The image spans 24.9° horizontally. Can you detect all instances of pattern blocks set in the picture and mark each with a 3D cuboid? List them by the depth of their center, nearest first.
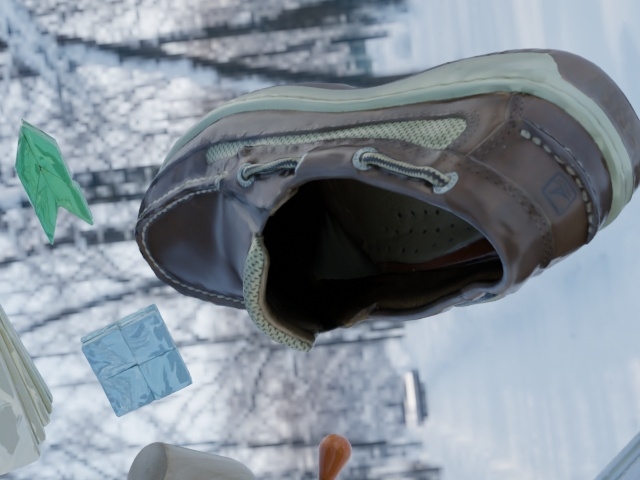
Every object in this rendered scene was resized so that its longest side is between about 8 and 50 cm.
[{"bbox_3d":[-0.245,0.074,0.738,0.285,0.325,0.026,55,179,-17],"label":"pattern blocks set"}]

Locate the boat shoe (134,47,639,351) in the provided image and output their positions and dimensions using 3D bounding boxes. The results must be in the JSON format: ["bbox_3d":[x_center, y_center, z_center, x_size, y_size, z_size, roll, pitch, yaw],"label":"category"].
[{"bbox_3d":[-0.005,-0.006,0.552,0.095,0.257,0.095,53,-126,-17],"label":"boat shoe"}]

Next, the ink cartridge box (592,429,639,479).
[{"bbox_3d":[0.321,0.157,0.556,0.160,0.385,0.279,-56,-21,24],"label":"ink cartridge box"}]

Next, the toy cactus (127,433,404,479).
[{"bbox_3d":[-0.022,0.149,0.799,0.219,0.180,0.112,14,75,51],"label":"toy cactus"}]
